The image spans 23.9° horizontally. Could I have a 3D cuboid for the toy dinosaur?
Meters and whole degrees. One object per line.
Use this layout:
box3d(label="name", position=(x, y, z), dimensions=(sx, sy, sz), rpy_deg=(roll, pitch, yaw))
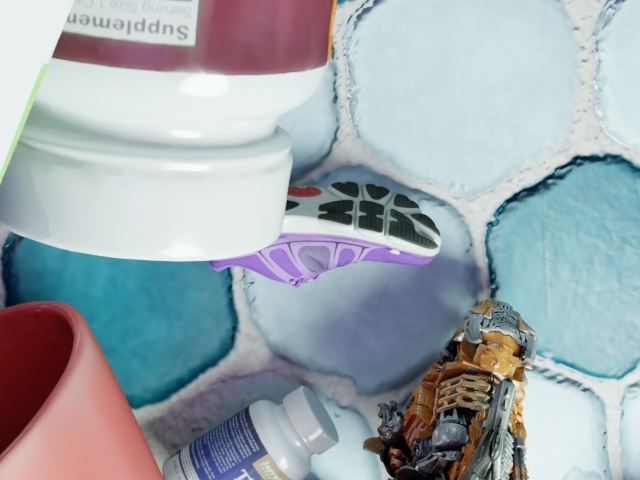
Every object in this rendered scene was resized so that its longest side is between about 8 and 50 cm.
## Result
box3d(label="toy dinosaur", position=(0.066, 0.198, 1.029), dimensions=(0.164, 0.218, 0.322), rpy_deg=(39, 60, 3))

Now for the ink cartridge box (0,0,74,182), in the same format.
box3d(label="ink cartridge box", position=(-0.233, -0.190, 0.812), dimensions=(0.115, 0.273, 0.198), rpy_deg=(-3, 144, -32))

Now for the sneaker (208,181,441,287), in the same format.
box3d(label="sneaker", position=(0.000, 0.000, 1.068), dimensions=(0.170, 0.068, 0.071), rpy_deg=(5, 121, 6))

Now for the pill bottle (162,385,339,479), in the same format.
box3d(label="pill bottle", position=(-0.049, 0.158, 1.099), dimensions=(0.120, 0.067, 0.067), rpy_deg=(-33, 104, 8))

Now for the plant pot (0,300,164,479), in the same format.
box3d(label="plant pot", position=(-0.210, 0.217, 1.026), dimensions=(0.275, 0.275, 0.243), rpy_deg=(-29, 114, 7))

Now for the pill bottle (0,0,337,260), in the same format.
box3d(label="pill bottle", position=(-0.095, -0.199, 0.913), dimensions=(0.224, 0.224, 0.392), rpy_deg=(6, 106, -3))
